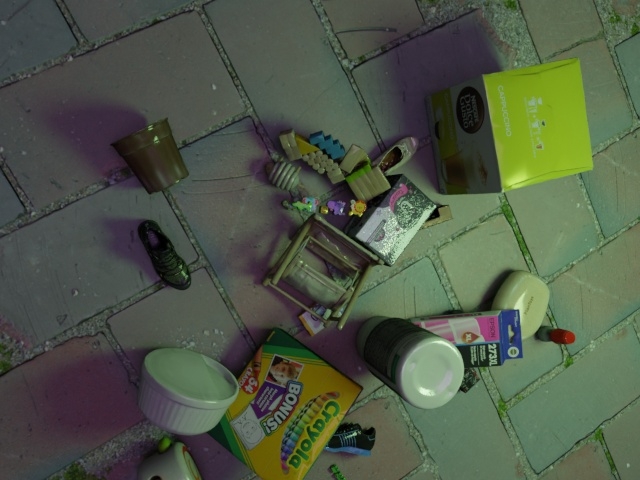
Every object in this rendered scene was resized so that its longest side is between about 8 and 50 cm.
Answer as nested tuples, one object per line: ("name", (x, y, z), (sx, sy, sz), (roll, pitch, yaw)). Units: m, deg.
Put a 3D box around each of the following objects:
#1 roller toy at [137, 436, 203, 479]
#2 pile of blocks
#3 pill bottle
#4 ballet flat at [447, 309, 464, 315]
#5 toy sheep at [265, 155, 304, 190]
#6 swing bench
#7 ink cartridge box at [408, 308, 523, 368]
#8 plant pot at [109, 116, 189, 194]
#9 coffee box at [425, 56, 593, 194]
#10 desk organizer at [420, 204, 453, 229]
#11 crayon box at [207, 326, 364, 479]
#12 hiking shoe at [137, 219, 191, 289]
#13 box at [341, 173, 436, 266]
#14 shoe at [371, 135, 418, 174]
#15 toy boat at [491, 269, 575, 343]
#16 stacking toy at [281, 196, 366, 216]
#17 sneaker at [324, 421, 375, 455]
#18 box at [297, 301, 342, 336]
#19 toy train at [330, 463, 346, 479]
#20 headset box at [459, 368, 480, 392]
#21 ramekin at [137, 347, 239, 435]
("roller toy", (-0.422, 0.688, 1.452), (0.146, 0.209, 0.191), (-27, 122, -13))
("pile of blocks", (0.048, -0.257, 1.560), (0.362, 0.112, 0.149), (29, 117, -15))
("pill bottle", (0.248, 0.346, 1.549), (0.205, 0.361, 0.203), (-1, 95, -17))
("ballet flat", (0.499, 0.329, 1.782), (0.074, 0.074, 0.203), (-24, 96, -14))
("toy sheep", (-0.106, -0.194, 1.543), (0.132, 0.091, 0.091), (28, 85, 1))
("swing bench", (0.006, 0.093, 1.547), (0.253, 0.165, 0.254), (36, 76, -9))
("ink cartridge box", (0.487, 0.333, 1.716), (0.372, 0.069, 0.175), (-6, 96, 3))
("plant pot", (-0.452, -0.224, 1.401), (0.167, 0.167, 0.165), (-29, 109, -13))
("coffee box", (0.577, -0.342, 1.613), (0.339, 0.334, 0.337), (-14, 98, -16))
("desk organizer", (0.371, -0.077, 1.720), (0.130, 0.047, 0.050), (-19, 97, -15))
("crayon box", (-0.105, 0.492, 1.507), (0.313, 0.106, 0.362), (33, 84, 17))
("hiking shoe", (-0.439, 0.049, 1.441), (0.086, 0.114, 0.226), (-34, 103, -12))
("box", (0.213, -0.067, 1.621), (0.163, 0.142, 0.247), (40, 82, -16))
("shoe", (0.238, -0.263, 1.657), (0.219, 0.058, 0.076), (-38, 104, -11))
("toy boat", (0.738, 0.273, 1.825), (0.318, 0.148, 0.267), (35, 79, -9))
("stacking toy", (0.004, -0.106, 1.540), (0.222, 0.167, 0.052), (5, 92, -17))
("sneaker", (0.074, 0.631, 1.668), (0.233, 0.081, 0.090), (18, 86, -25))
("box", (0.003, 0.233, 1.640), (0.136, 0.028, 0.081), (-35, 103, -14))
("toy train", (0.059, 0.774, 1.703), (0.024, 0.017, 0.083), (-30, 102, -3))
("headset box", (0.516, 0.484, 1.815), (0.083, 0.032, 0.062), (-40, 105, -12))
("ramekin", (-0.372, 0.418, 1.421), (0.273, 0.273, 0.127), (21, 99, -18))
